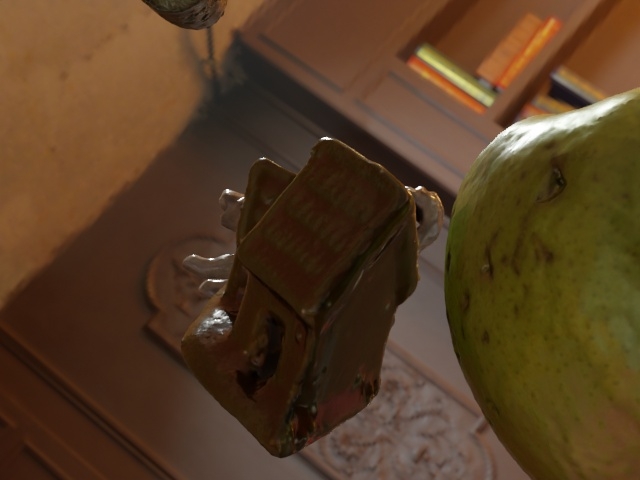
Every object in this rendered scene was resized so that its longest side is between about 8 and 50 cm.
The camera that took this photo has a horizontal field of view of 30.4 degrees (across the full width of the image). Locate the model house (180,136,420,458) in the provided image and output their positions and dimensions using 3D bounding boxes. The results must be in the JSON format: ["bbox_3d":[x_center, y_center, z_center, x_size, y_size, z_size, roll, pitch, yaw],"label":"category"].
[{"bbox_3d":[-0.022,0.021,1.058,0.173,0.268,0.239,-2,-63,-39],"label":"model house"}]

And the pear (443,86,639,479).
[{"bbox_3d":[0.276,0.064,0.869,0.391,0.391,0.391,-48,-16,-19],"label":"pear"}]

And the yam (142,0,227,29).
[{"bbox_3d":[-0.171,-0.323,1.471,0.107,0.107,0.194,-55,-1,3],"label":"yam"}]

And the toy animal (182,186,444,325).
[{"bbox_3d":[0.000,0.000,1.801,0.303,0.344,0.194,-59,-13,-20],"label":"toy animal"}]
